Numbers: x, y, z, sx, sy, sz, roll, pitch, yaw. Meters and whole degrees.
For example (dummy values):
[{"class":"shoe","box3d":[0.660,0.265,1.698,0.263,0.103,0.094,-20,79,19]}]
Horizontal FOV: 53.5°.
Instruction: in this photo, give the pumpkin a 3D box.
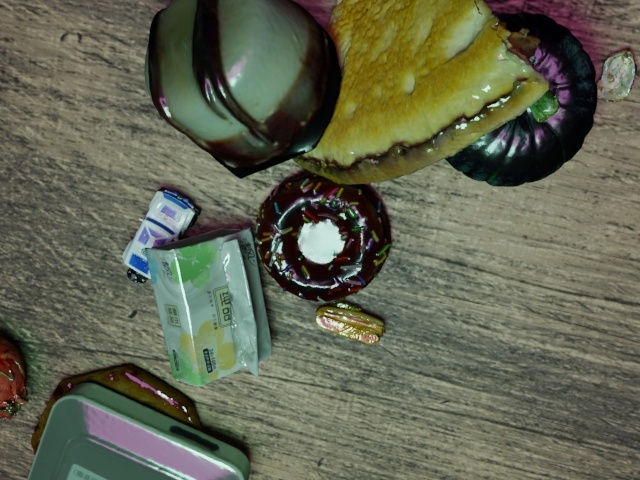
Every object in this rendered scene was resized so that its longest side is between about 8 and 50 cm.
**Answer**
[{"class":"pumpkin","box3d":[0.276,-0.197,0.888,0.248,0.248,0.248,1,103,7]}]

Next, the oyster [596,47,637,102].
[{"class":"oyster","box3d":[0.453,-0.253,0.970,0.054,0.019,0.083,18,106,4]}]

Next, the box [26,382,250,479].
[{"class":"box","box3d":[-0.350,0.483,1.148,0.367,0.090,0.373,24,103,3]}]

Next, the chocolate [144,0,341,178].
[{"class":"chocolate","box3d":[-0.135,-0.246,0.908,0.284,0.186,0.283,-4,82,30]}]

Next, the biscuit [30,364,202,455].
[{"class":"biscuit","box3d":[-0.375,0.402,1.200,0.359,0.046,0.359,1,103,6]}]

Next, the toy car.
[{"class":"toy car","box3d":[-0.280,-0.003,1.087,0.080,0.070,0.170,32,103,-1]}]

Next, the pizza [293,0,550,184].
[{"class":"pizza","box3d":[0.084,-0.222,0.908,0.080,0.435,0.392,15,130,-36]}]

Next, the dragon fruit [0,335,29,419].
[{"class":"dragon fruit","box3d":[-0.623,0.243,1.135,0.209,0.172,0.172,38,104,-11]}]

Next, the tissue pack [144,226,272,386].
[{"class":"tissue pack","box3d":[-0.164,0.106,1.032,0.145,0.159,0.229,3,105,50]}]

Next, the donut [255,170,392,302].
[{"class":"donut","box3d":[0.000,0.000,1.046,0.235,0.089,0.235,1,104,5]}]

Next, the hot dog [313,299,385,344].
[{"class":"hot dog","box3d":[0.051,0.139,1.098,0.133,0.041,0.056,19,112,-3]}]
